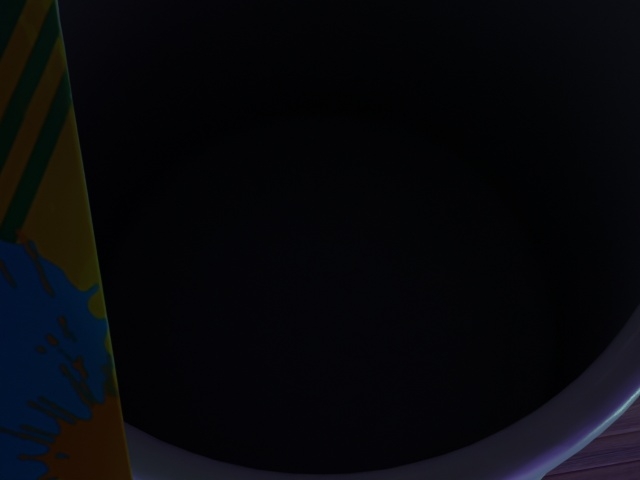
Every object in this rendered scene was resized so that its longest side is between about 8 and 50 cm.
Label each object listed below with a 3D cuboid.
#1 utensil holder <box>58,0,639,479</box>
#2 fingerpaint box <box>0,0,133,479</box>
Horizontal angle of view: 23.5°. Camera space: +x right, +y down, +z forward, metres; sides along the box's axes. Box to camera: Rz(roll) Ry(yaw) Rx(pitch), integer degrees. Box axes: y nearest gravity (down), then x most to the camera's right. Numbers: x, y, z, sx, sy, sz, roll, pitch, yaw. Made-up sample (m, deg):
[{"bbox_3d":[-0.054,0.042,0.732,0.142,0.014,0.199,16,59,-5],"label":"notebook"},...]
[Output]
[{"bbox_3d":[0.000,0.000,0.766,0.327,0.328,0.385,-6,163,-2],"label":"utensil holder"},{"bbox_3d":[-0.244,0.004,0.535,0.163,0.371,0.445,-2,164,-33],"label":"fingerpaint box"}]
